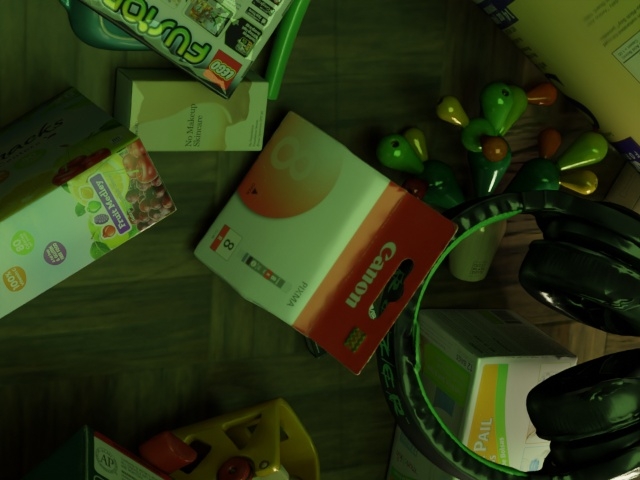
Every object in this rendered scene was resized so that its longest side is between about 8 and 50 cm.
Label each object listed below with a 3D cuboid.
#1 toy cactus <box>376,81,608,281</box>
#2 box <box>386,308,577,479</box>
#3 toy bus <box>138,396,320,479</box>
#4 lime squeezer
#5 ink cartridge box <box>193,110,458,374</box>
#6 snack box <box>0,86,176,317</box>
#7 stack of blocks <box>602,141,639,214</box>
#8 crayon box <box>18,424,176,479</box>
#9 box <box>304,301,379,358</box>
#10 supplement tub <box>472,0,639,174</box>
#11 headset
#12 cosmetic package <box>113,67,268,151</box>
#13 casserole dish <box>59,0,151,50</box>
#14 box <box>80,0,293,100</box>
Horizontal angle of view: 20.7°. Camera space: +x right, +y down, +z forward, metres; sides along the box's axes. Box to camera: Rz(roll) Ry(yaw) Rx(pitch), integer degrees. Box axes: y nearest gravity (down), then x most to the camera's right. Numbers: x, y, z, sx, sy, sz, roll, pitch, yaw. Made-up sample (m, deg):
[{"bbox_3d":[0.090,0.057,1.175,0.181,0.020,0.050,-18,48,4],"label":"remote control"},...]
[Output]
[{"bbox_3d":[0.149,-0.047,1.494,0.219,0.112,0.180,-10,123,-31],"label":"toy cactus"},{"bbox_3d":[0.137,0.175,1.554,0.103,0.114,0.203,1,110,-27],"label":"box"},{"bbox_3d":[-0.099,0.202,1.455,0.202,0.104,0.191,16,132,-15],"label":"toy bus"},{"bbox_3d":[0.035,-0.255,1.389,0.310,0.059,0.110,-47,151,-5],"label":"lime squeezer"},{"bbox_3d":[0.000,0.000,1.386,0.145,0.179,0.045,-56,141,2],"label":"ink cartridge box"},{"bbox_3d":[-0.229,-0.017,1.271,0.207,0.174,0.070,-31,116,-11],"label":"snack box"},{"bbox_3d":[0.339,-0.062,1.576,0.171,0.087,0.297,28,96,-31],"label":"stack of blocks"},{"bbox_3d":[-0.162,0.350,1.424,0.313,0.106,0.363,-39,124,21],"label":"crayon box"},{"bbox_3d":[0.011,0.051,1.502,0.067,0.018,0.083,-25,117,-15],"label":"box"},{"bbox_3d":[0.296,-0.175,1.365,0.241,0.241,0.331,-45,95,-4],"label":"supplement tub"},{"bbox_3d":[0.245,0.080,1.412,0.394,0.185,0.243,-1,87,-20],"label":"headset"},{"bbox_3d":[-0.102,-0.102,1.377,0.115,0.041,0.060,-3,111,-25],"label":"cosmetic package"},{"bbox_3d":[-0.107,-0.198,1.342,0.188,0.037,0.114,-3,110,-24],"label":"casserole dish"},{"bbox_3d":[-0.121,-0.205,1.289,0.207,0.036,0.114,33,91,-29],"label":"box"}]
